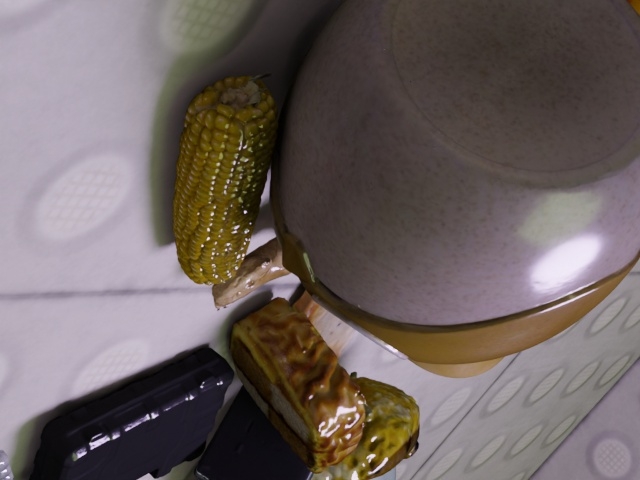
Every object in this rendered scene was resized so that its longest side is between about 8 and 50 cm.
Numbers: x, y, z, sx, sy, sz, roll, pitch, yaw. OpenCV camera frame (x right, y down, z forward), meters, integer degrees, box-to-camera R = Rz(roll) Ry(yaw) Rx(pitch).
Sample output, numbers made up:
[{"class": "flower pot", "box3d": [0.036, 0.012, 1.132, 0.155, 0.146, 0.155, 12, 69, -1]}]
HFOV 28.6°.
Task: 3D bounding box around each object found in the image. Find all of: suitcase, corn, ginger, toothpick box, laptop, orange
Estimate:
[{"class": "suitcase", "box3d": [-0.253, 0.265, 1.669, 0.285, 0.066, 0.206, -24, 149, -40]}, {"class": "corn", "box3d": [-0.109, -0.061, 1.341, 0.101, 0.101, 0.310, -27, 153, -32]}, {"class": "ginger", "box3d": [0.000, 0.000, 1.586, 0.334, 0.081, 0.148, -22, -168, -39]}, {"class": "toothpick box", "box3d": [0.143, -0.069, 1.339, 0.409, 0.409, 0.425, -31, 162, -24]}, {"class": "laptop", "box3d": [-0.066, 0.279, 1.794, 0.207, 0.154, 0.026, -60, 169, -26]}, {"class": "orange", "box3d": [-0.022, 0.326, 1.933, 0.369, 0.210, 0.271, -33, 180, -2]}]

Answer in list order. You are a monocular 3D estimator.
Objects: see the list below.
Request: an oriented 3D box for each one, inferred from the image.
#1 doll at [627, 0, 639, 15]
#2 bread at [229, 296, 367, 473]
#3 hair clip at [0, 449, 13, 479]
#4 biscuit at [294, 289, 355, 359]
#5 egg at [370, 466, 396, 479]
[{"class": "doll", "box3d": [0.516, -0.286, 1.750, 0.162, 0.270, 0.166, -49, 160, -33]}, {"class": "bread", "box3d": [-0.031, 0.199, 1.722, 0.096, 0.222, 0.181, -31, 157, -21]}, {"class": "hair clip", "box3d": [-0.434, 0.321, 1.527, 0.140, 0.054, 0.220, -45, 162, -28]}, {"class": "biscuit", "box3d": [0.039, 0.075, 1.843, 0.204, 0.040, 0.309, -1, 132, -56]}, {"class": "egg", "box3d": [0.040, 0.395, 2.186, 0.183, 0.183, 0.264, -35, 149, -17]}]
